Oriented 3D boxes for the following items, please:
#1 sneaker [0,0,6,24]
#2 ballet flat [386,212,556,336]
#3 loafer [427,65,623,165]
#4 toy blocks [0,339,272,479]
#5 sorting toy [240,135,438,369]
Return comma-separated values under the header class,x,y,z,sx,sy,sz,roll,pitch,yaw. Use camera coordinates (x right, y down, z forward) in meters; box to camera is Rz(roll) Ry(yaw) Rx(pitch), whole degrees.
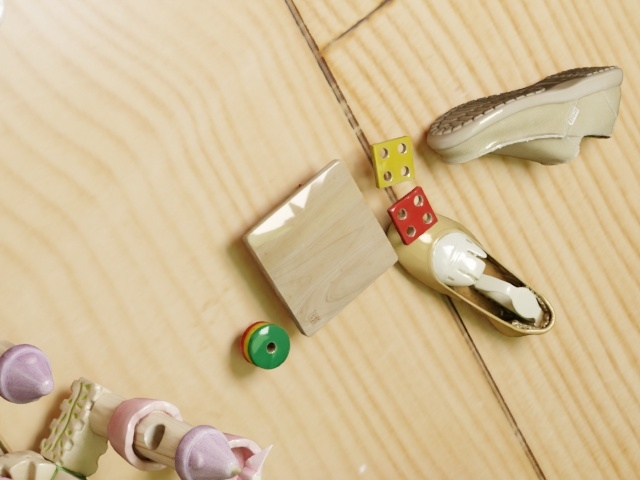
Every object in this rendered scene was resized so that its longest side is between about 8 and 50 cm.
class,x,y,z,sx,sy,sz,roll,pitch,yaw
sneaker,-0.343,-0.257,1.288,0.090,0.115,0.232,-50,119,-17
ballet flat,0.173,0.036,1.688,0.232,0.073,0.080,32,79,-32
loafer,0.235,-0.123,1.689,0.268,0.102,0.092,-20,101,-30
toy blocks,-0.198,0.264,1.349,0.309,0.260,0.289,35,78,-40
sorting toy,0.000,0.000,1.586,0.274,0.046,0.132,-41,116,-20
